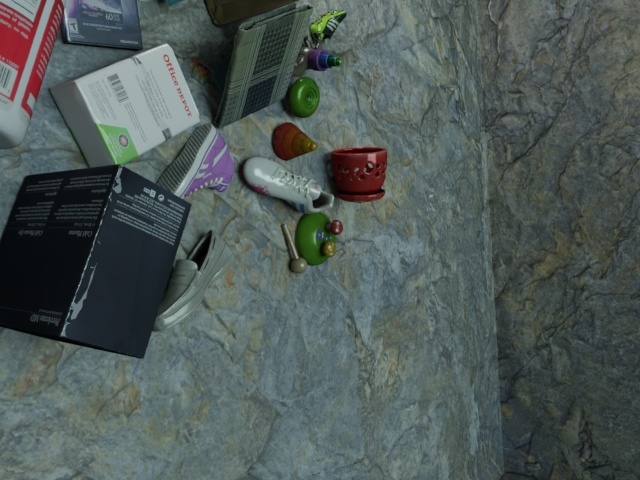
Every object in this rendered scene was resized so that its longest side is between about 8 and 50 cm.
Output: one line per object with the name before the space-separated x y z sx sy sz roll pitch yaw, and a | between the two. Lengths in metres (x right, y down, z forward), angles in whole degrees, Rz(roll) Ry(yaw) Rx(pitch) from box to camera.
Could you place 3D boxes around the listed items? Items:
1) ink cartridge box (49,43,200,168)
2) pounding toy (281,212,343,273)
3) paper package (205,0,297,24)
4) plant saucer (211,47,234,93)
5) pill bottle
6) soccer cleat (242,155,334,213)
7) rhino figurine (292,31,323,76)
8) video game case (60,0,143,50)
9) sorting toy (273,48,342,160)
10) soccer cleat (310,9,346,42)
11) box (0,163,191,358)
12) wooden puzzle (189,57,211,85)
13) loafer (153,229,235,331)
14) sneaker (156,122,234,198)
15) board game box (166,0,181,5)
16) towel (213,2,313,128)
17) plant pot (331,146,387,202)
ink cartridge box | -0.436 -0.309 1.363 0.273 0.115 0.198 -43 123 -42
pounding toy | 0.000 0.000 1.927 0.237 0.110 0.182 -24 109 -50
paper package | -0.111 -0.735 1.618 0.325 0.310 0.168 -45 125 -43
plant saucer | -0.247 -0.497 1.678 0.192 0.018 0.067 -61 140 -30
pill bottle | -0.599 -0.390 1.064 0.229 0.229 0.407 26 70 -49
soccer cleat | -0.085 -0.171 1.789 0.331 0.143 0.116 25 71 -49
rhino figurine | -0.072 -0.572 1.860 0.243 0.073 0.106 -40 125 -41
video game case | -0.507 -0.579 1.345 0.196 0.026 0.274 -15 103 -51
sorting toy | -0.019 -0.411 1.828 0.127 0.126 0.365 23 87 -52
soccer cleat | 0.029 -0.724 2.007 0.179 0.060 0.072 -43 133 -35
box | -0.464 0.040 1.149 0.179 0.343 0.312 34 65 -48
wooden puzzle | -0.322 -0.449 1.595 0.083 0.006 0.049 30 67 -48
loafer | -0.338 0.098 1.508 0.111 0.112 0.319 60 39 -26
sneaker | -0.308 -0.155 1.543 0.161 0.102 0.282 57 49 -39
board game box | -0.364 -0.792 1.459 0.254 0.079 0.336 48 50 -40
towel | -0.161 -0.484 1.628 0.312 0.056 0.324 -39 163 -44
plant pot | 0.133 -0.226 2.039 0.191 0.191 0.174 -20 114 -50
